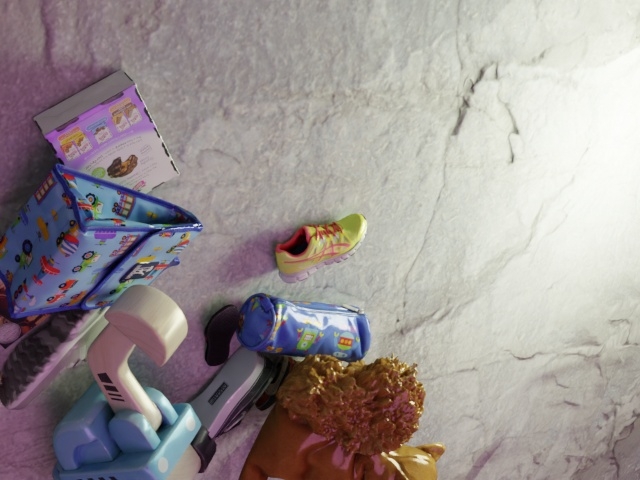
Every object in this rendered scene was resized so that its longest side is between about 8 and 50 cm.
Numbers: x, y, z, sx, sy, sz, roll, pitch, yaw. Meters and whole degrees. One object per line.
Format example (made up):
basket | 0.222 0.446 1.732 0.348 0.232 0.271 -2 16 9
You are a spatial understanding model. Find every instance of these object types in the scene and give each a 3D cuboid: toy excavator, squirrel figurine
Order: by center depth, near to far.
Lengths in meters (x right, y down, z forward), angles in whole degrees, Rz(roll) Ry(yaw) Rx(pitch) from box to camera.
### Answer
toy excavator | -0.357 0.309 1.771 0.445 0.433 0.222 61 36 -23
squirrel figurine | 0.077 0.410 2.003 0.281 0.370 0.397 -55 168 -45

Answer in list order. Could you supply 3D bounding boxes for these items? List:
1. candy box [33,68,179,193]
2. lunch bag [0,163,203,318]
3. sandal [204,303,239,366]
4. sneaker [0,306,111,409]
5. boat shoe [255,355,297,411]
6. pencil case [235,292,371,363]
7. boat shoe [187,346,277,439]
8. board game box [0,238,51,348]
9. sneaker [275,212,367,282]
candy box | -0.346 -0.152 1.607 0.165 0.070 0.196 -32 134 -12
lunch bag | -0.352 0.016 1.617 0.293 0.138 0.221 9 132 -50
sandal | -0.207 0.186 1.980 0.067 0.040 0.179 -8 140 -24
sneaker | -0.456 0.206 1.764 0.281 0.105 0.115 -45 135 0
boat shoe | -0.102 0.309 2.129 0.043 0.049 0.137 31 98 -41
pencil case | -0.024 0.181 2.039 0.306 0.119 0.133 12 116 -40
boat shoe | -0.208 0.359 2.058 0.301 0.108 0.102 -51 134 -3
board game box | -0.493 0.057 1.675 0.243 0.042 0.165 -38 135 -6
sneaker | 0.000 0.000 1.955 0.208 0.081 0.094 -33 132 -11
